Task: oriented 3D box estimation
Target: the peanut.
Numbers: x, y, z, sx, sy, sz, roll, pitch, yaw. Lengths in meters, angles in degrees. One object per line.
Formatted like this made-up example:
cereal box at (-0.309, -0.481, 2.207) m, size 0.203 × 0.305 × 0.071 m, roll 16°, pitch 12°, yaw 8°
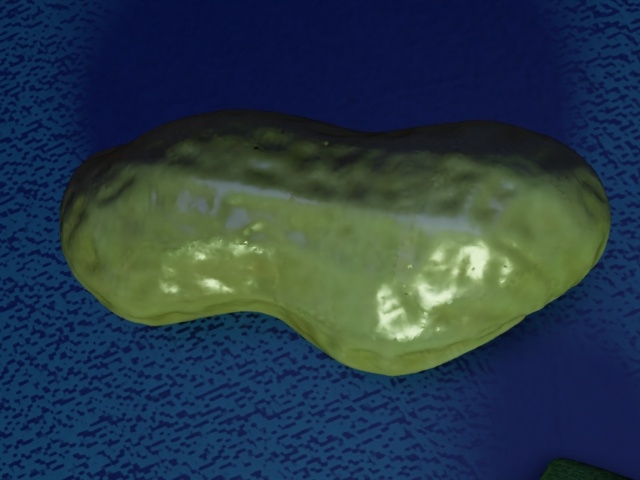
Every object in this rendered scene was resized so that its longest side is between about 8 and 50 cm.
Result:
peanut at (0.000, 0.000, 0.528) m, size 0.274 × 0.111 × 0.125 m, roll 3°, pitch 94°, yaw 13°

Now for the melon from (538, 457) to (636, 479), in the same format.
melon at (0.115, 0.210, 0.464) m, size 0.064 × 0.118 × 0.210 m, roll 2°, pitch 91°, yaw 24°
